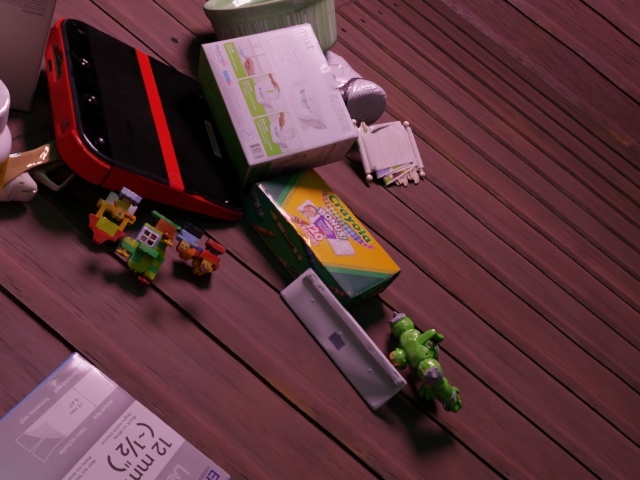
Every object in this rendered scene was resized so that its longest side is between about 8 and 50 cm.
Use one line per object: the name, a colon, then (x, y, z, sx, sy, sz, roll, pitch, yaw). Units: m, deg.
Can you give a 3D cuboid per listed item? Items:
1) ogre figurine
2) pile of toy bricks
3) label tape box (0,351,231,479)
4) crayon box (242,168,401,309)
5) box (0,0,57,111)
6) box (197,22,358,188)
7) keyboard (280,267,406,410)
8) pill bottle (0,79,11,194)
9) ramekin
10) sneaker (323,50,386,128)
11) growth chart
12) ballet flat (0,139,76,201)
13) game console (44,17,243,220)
ogre figurine: (0.171, 0.194, 1.073, 0.118, 0.097, 0.197, 54, 23, -55)
pile of toy bricks: (-0.258, 0.015, 0.961, 0.212, 0.118, 0.105, 34, 70, -19)
label tape box: (-0.221, 0.322, 0.656, 0.348, 0.115, 0.249, 37, 38, 2)
crayon box: (0.000, 0.000, 1.173, 0.165, 0.081, 0.278, -22, 66, -47)
box: (-0.493, -0.344, 0.987, 0.113, 0.275, 0.094, 7, 47, -35)
box: (-0.087, -0.267, 1.226, 0.231, 0.127, 0.261, -19, 79, -20)
keyboard: (0.035, 0.163, 1.053, 0.256, 0.072, 0.014, 50, 7, 15)
pill bottle: (-0.406, -0.084, 0.676, 0.119, 0.208, 0.119, 21, 41, -19)
ramekin: (-0.104, -0.505, 1.447, 0.304, 0.148, 0.303, -10, 31, 6)
sneaker: (-0.039, -0.354, 1.469, 0.366, 0.137, 0.210, -9, 45, -31)
growth chart: (0.171, -0.213, 1.515, 0.237, 0.021, 0.171, -12, 90, -45)
ballet flat: (-0.436, -0.102, 0.950, 0.073, 0.080, 0.232, 49, 39, -2)
game console: (-0.319, -0.218, 1.133, 0.342, 0.060, 0.386, 20, 39, -47)
